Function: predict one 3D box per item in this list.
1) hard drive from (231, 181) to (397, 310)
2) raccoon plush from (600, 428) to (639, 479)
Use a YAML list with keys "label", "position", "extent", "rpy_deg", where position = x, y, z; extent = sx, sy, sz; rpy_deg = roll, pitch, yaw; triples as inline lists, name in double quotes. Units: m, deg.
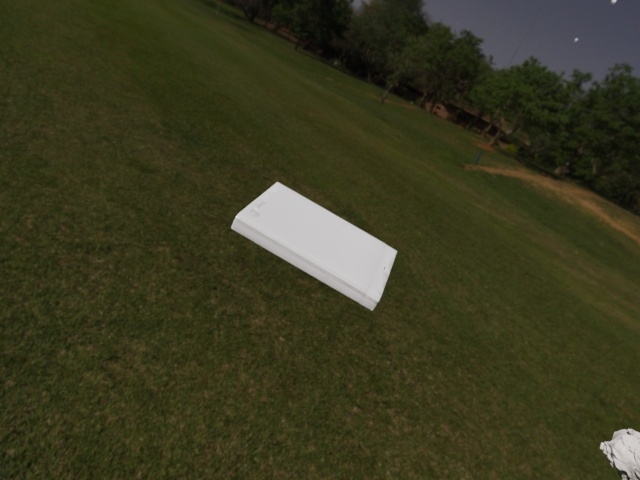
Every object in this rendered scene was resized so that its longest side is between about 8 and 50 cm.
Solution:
- label: "hard drive"
  position: [0.000, 0.000, 0.875]
  extent: [0.307, 0.040, 0.203]
  rpy_deg: [30, 32, 3]
- label: "raccoon plush"
  position: [0.540, 0.524, 0.551]
  extent: [0.446, 0.216, 0.299]
  rpy_deg: [37, 32, 21]
